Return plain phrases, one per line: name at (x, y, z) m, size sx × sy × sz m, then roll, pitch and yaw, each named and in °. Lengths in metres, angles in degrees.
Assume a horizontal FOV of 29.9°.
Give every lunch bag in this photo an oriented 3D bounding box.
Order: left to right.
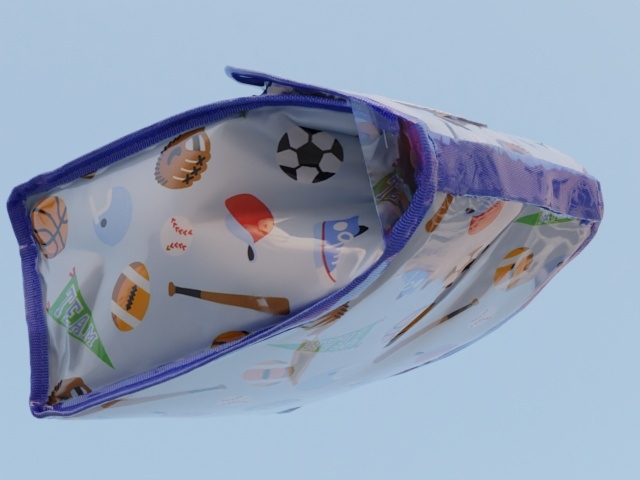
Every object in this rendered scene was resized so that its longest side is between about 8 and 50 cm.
lunch bag at (0.000, 0.000, 0.966) m, size 0.385 × 0.327 × 0.239 m, roll -19°, pitch -104°, yaw 32°
